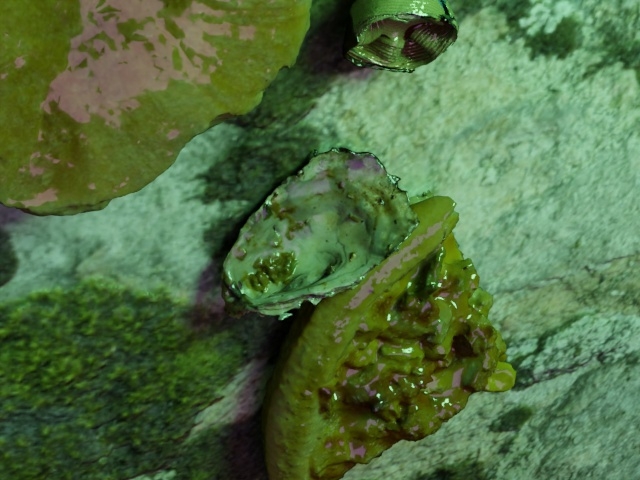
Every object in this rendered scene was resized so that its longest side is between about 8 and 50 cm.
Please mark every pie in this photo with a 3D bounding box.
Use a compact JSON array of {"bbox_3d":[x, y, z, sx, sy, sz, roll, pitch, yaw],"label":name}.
[{"bbox_3d":[-0.154,-0.157,0.788,0.340,0.083,0.339,-18,135,-19],"label":"pie"}]

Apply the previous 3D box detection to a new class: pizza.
[{"bbox_3d":[0.036,0.106,1.122,0.268,0.087,0.258,-31,132,-2],"label":"pizza"}]

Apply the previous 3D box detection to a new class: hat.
[{"bbox_3d":[0.058,-0.165,0.926,0.077,0.059,0.076,8,155,-24],"label":"hat"}]

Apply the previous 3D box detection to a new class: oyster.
[{"bbox_3d":[-0.007,0.004,1.014,0.105,0.056,0.177,42,93,-6],"label":"oyster"}]
